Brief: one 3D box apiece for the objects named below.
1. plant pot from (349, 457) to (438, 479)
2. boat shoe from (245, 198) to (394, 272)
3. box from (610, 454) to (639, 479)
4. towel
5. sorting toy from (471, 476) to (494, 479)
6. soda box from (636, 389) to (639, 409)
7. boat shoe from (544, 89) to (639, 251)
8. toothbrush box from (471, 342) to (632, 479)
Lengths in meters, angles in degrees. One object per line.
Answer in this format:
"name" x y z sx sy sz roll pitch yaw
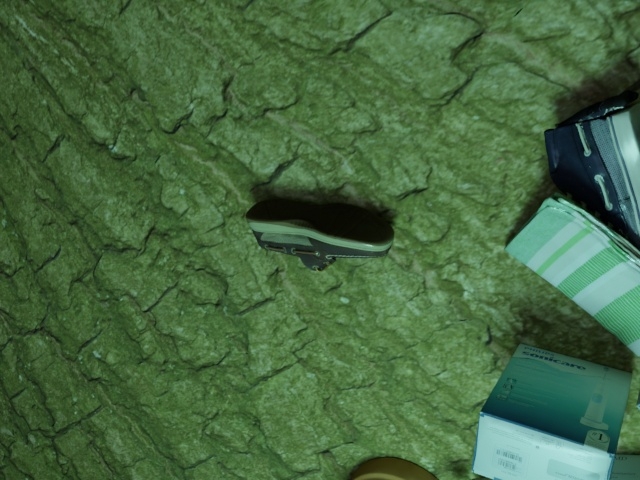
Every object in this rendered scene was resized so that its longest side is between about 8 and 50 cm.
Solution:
"plant pot" 0.152 0.676 1.606 0.290 0.203 0.291 12 115 26
"boat shoe" 0.000 0.000 1.491 0.341 0.123 0.123 8 126 27
"box" 0.584 0.516 1.347 0.180 0.119 0.182 -10 103 32
"towel" 0.481 0.070 1.204 0.324 0.038 0.248 39 160 11
"sorting toy" 0.391 0.557 1.507 0.274 0.046 0.132 -8 105 21
"soda box" 0.651 0.259 1.242 0.058 0.063 0.183 49 124 4
"boat shoe" 0.493 -0.069 1.186 0.158 0.127 0.341 -11 101 46
"toothbrush box" 0.418 0.318 1.258 0.216 0.295 0.126 13 112 24
